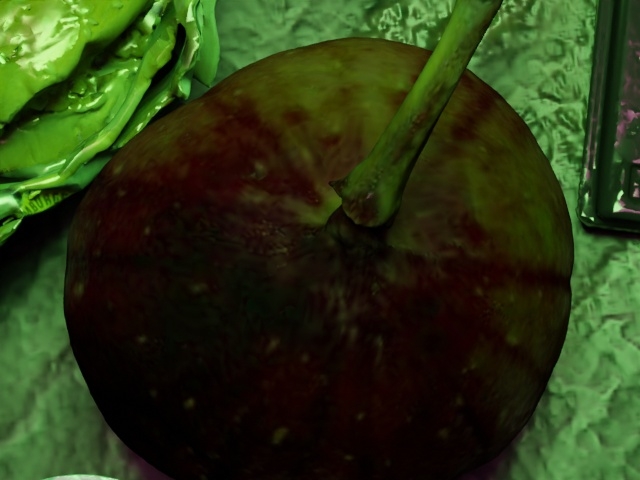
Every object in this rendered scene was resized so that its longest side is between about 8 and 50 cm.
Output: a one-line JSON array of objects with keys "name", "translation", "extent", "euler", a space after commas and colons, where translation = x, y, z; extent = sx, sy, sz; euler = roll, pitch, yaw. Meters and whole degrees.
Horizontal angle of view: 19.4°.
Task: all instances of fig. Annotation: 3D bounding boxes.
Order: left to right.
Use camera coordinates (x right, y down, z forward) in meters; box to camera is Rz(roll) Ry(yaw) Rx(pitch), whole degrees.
[{"name": "fig", "translation": [0.004, 0.016, 0.698], "extent": [0.203, 0.249, 0.186], "euler": [-14, 90, -4]}]

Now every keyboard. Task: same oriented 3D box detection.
[{"name": "keyboard", "translation": [0.168, -0.109, 0.851], "extent": [0.093, 0.025, 0.230], "euler": [8, 72, 3]}]

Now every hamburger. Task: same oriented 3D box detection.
[{"name": "hamburger", "translation": [-0.151, -0.088, 0.787], "extent": [0.214, 0.125, 0.235], "euler": [10, 58, 25]}]

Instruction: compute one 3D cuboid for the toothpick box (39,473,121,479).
[{"name": "toothpick box", "translation": [-0.080, 0.152, 0.705], "extent": [0.101, 0.153, 0.101], "euler": [0, 72, 1]}]
